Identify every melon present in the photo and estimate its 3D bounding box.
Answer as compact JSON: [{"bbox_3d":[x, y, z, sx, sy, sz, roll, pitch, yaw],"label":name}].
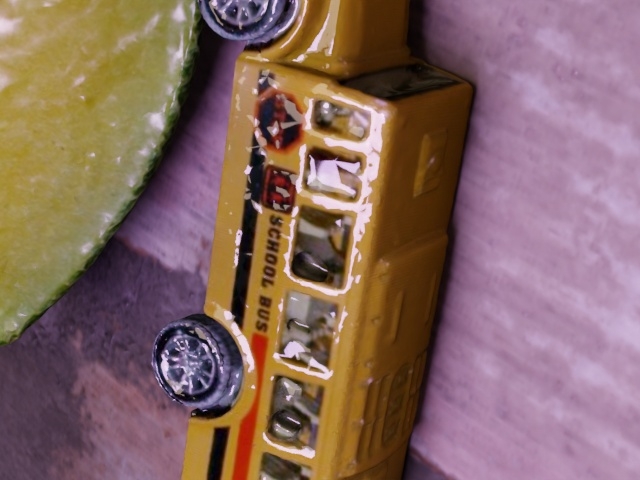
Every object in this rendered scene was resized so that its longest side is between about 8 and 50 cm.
[{"bbox_3d":[-0.194,-0.153,0.841,0.343,0.226,0.331,-35,63,26],"label":"melon"}]

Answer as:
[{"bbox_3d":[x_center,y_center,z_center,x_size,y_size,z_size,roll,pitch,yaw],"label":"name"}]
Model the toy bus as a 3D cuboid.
[{"bbox_3d":[0.000,0.000,0.759,0.123,0.121,0.335,19,111,27],"label":"toy bus"}]
